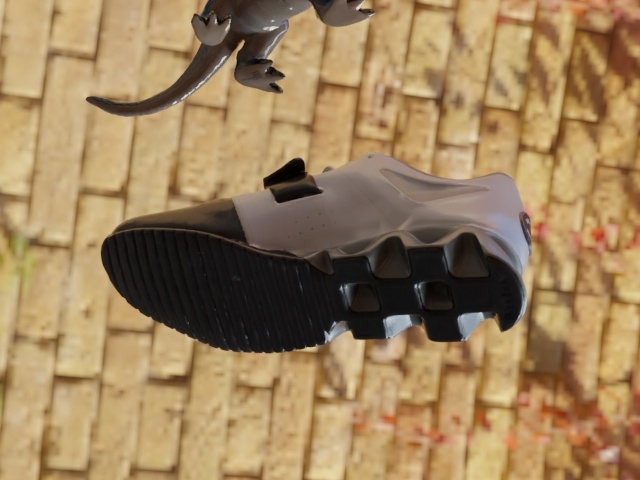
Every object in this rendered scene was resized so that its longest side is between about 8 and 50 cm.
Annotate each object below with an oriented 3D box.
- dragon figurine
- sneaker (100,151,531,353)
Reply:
[{"bbox_3d":[-0.034,-0.184,1.146,0.289,0.085,0.144,-37,-149,32],"label":"dragon figurine"},{"bbox_3d":[0.000,0.000,1.296,0.146,0.331,0.122,-75,162,-46],"label":"sneaker"}]
